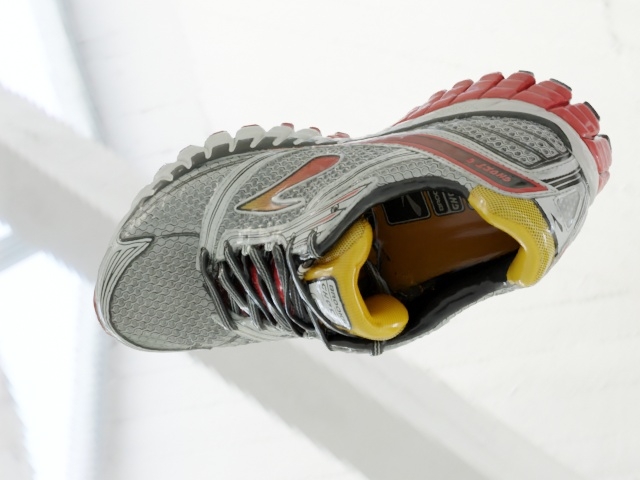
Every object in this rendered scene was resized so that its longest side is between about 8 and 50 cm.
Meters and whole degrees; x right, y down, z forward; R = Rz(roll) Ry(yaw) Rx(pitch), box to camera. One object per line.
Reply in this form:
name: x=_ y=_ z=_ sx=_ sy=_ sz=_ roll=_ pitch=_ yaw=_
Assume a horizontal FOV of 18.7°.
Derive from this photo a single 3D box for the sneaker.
sneaker: x=0.000 y=0.000 z=0.767 sx=0.225 sy=0.093 sz=0.088 roll=-19 pitch=-65 yaw=28
